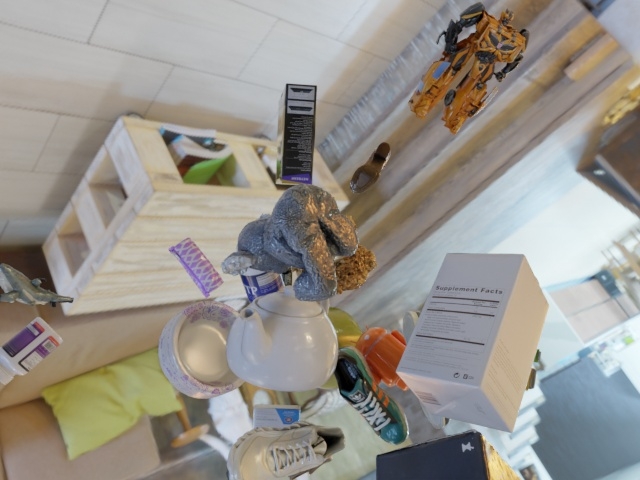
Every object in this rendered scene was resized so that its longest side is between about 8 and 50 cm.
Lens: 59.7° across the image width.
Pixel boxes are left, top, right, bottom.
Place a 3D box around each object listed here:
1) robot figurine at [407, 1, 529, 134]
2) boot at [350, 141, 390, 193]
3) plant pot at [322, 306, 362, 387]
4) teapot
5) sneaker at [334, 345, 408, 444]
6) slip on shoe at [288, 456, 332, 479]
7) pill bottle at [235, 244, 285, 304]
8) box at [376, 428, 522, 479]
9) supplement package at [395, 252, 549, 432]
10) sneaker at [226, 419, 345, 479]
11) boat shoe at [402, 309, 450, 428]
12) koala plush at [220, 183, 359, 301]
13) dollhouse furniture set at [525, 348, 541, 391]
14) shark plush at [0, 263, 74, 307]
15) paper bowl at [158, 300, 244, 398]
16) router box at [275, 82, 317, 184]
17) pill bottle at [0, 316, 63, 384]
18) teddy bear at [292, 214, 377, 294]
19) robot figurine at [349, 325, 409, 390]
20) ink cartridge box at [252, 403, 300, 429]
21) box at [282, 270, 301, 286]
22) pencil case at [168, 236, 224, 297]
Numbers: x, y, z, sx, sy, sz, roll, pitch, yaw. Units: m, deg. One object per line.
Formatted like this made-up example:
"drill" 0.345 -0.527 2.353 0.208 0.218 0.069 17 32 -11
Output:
"robot figurine" 0.344 -0.391 1.281 0.211 0.085 0.291 17 131 -23
"boot" 0.166 -0.225 1.824 0.197 0.073 0.152 -52 177 -1
"plant pot" -0.051 0.336 1.761 0.275 0.274 0.294 -38 153 20
"teapot" -0.070 0.184 1.167 0.253 0.186 0.256 7 -171 -18
"sneaker" 0.119 0.428 1.508 0.108 0.302 0.121 -41 165 18
"slip on shoe" -0.029 0.642 1.579 0.136 0.041 0.051 -14 150 -3
"pill bottle" -0.167 0.088 1.541 0.112 0.112 0.186 -23 119 -15
"box" 0.367 0.792 1.303 0.298 0.479 0.471 -23 126 23
"supplement package" 0.307 0.189 1.096 0.175 0.292 0.177 0 139 43
"sneaker" -0.064 0.424 1.125 0.118 0.109 0.292 -16 170 38
"boat shoe" 0.308 0.337 1.500 0.099 0.319 0.116 -2 151 -18
"koala plush" -0.077 -0.001 1.091 0.221 0.203 0.196 -10 -147 35
"dollhouse furniture set" 0.535 0.316 1.466 0.076 0.151 0.058 10 170 12
"shark plush" -0.608 0.106 1.184 0.161 0.073 0.067 29 100 -21
"paper bowl" -0.352 0.337 1.697 0.284 0.284 0.148 -6 161 -45
"router box" -0.070 -0.270 1.491 0.081 0.242 0.309 2 -175 -8
"pill bottle" -0.880 0.330 1.657 0.193 0.108 0.108 -45 166 -25
"teddy bear" 0.000 0.000 1.488 0.245 0.338 0.113 -5 125 -16
"robot figurine" 0.193 0.347 1.661 0.158 0.219 0.128 -52 160 3
"ink cartridge box" -0.132 0.591 1.661 0.140 0.190 0.082 2 171 -1
"box" -0.059 0.143 2.089 0.290 0.087 0.169 6 172 -34
"pencil case" -0.405 0.085 1.822 0.086 0.206 0.088 -40 180 25
